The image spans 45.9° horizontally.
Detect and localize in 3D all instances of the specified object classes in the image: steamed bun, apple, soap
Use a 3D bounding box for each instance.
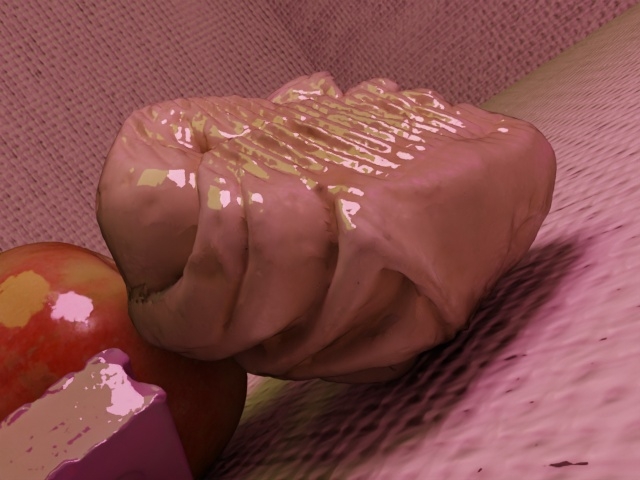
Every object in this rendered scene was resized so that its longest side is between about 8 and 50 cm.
[{"bbox_3d":[0.000,0.000,0.662,0.339,0.247,0.352,23,40,36],"label":"steamed bun"},{"bbox_3d":[-0.251,0.159,0.768,0.277,0.319,0.319,-58,7,-6],"label":"apple"},{"bbox_3d":[-0.150,0.180,0.520,0.122,0.065,0.203,-38,-36,-28],"label":"soap"}]
